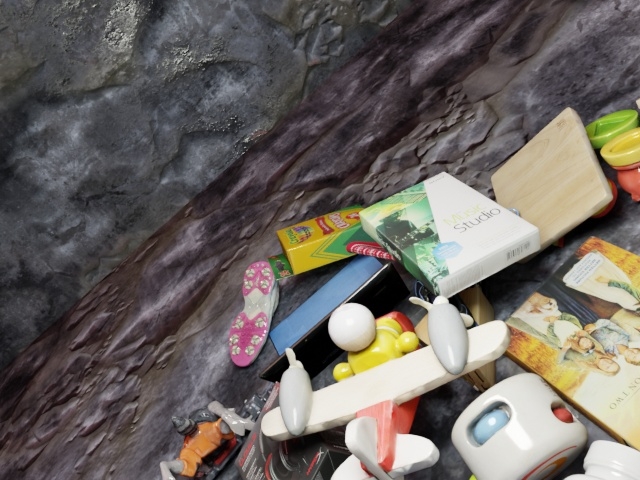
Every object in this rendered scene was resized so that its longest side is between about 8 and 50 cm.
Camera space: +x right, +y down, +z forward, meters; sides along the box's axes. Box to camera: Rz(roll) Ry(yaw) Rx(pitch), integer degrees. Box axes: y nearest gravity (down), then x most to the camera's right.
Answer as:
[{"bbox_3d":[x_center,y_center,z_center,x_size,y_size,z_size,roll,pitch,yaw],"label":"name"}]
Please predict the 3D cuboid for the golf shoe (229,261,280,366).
[{"bbox_3d":[-0.176,0.222,1.805,0.115,0.140,0.306,8,73,21],"label":"golf shoe"}]

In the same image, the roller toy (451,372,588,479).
[{"bbox_3d":[0.323,0.318,1.020,0.209,0.191,0.146,-20,50,-19],"label":"roller toy"}]

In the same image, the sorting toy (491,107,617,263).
[{"bbox_3d":[0.523,-0.110,1.377,0.257,0.089,0.256,-48,36,44],"label":"sorting toy"}]

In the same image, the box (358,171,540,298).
[{"bbox_3d":[0.252,-0.023,1.276,0.232,0.059,0.322,-26,33,-13],"label":"box"}]

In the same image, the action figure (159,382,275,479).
[{"bbox_3d":[-0.246,0.431,1.488,0.341,0.178,0.330,-51,0,-10],"label":"action figure"}]

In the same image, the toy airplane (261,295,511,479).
[{"bbox_3d":[0.093,0.245,1.102,0.386,0.272,0.384,-34,10,-21],"label":"toy airplane"}]

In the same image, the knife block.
[{"bbox_3d":[0.329,0.162,1.330,0.242,0.088,0.275,-46,31,-7],"label":"knife block"}]

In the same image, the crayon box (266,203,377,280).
[{"bbox_3d":[0.000,0.000,1.756,0.318,0.081,0.202,-19,20,-7],"label":"crayon box"}]

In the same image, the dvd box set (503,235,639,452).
[{"bbox_3d":[0.545,0.181,1.098,0.307,0.062,0.420,-43,31,-2],"label":"dvd box set"}]

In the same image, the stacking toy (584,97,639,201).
[{"bbox_3d":[0.750,-0.225,1.369,0.309,0.130,0.279,-30,16,6],"label":"stacking toy"}]

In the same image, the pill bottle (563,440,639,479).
[{"bbox_3d":[0.392,0.431,0.870,0.152,0.152,0.272,5,54,50],"label":"pill bottle"}]

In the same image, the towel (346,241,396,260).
[{"bbox_3d":[0.205,0.027,1.444,0.275,0.198,0.031,9,97,63],"label":"towel"}]

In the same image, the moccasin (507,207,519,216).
[{"bbox_3d":[0.358,-0.031,1.416,0.342,0.137,0.117,9,81,67],"label":"moccasin"}]

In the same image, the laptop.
[{"bbox_3d":[0.003,0.162,1.561,0.382,0.408,0.236,-42,65,0],"label":"laptop"}]

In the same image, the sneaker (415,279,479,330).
[{"bbox_3d":[0.251,0.122,1.293,0.081,0.090,0.232,-40,31,3],"label":"sneaker"}]

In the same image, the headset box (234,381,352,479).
[{"bbox_3d":[-0.057,0.458,1.308,0.218,0.110,0.293,-62,32,5],"label":"headset box"}]
